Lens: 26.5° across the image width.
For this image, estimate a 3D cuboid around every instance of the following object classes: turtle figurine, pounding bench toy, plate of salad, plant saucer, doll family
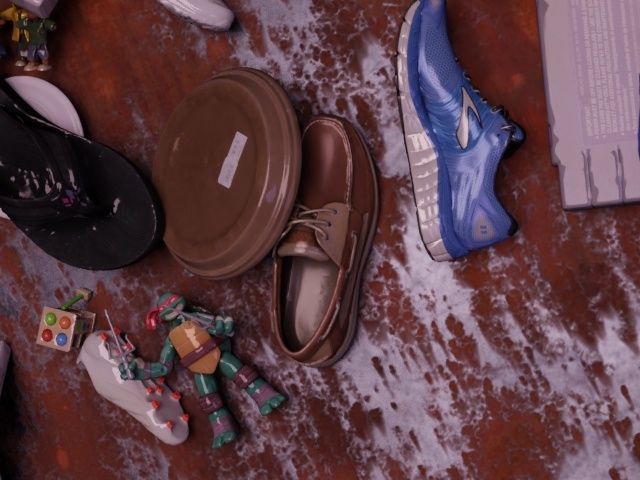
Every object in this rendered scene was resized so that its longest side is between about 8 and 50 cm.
[{"bbox_3d":[-0.158,0.144,1.756,0.175,0.118,0.234,-37,92,29],"label":"turtle figurine"},{"bbox_3d":[-0.343,0.104,1.847,0.052,0.065,0.083,13,92,19],"label":"pounding bench toy"},{"bbox_3d":[-0.412,-0.128,1.889,0.200,0.048,0.199,0,90,19],"label":"plate of salad"},{"bbox_3d":[-0.131,-0.088,1.732,0.278,0.041,0.277,-12,74,44],"label":"plant saucer"},{"bbox_3d":[-0.443,-0.298,1.892,0.193,0.076,0.111,2,108,14],"label":"doll family"}]

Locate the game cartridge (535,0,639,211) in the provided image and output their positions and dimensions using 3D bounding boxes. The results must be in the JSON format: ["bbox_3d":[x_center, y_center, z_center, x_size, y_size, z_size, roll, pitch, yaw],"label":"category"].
[{"bbox_3d":[0.378,-0.221,1.617,0.230,0.068,0.355,-6,86,23],"label":"game cartridge"}]

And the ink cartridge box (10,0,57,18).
[{"bbox_3d":[-0.410,-0.487,1.829,0.261,0.066,0.296,28,81,3],"label":"ink cartridge box"}]

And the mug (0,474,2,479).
[{"bbox_3d":[-0.486,0.349,1.865,0.158,0.097,0.129,-35,70,-22],"label":"mug"}]

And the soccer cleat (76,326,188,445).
[{"bbox_3d":[-0.249,0.203,1.816,0.196,0.068,0.076,48,118,16],"label":"soccer cleat"}]

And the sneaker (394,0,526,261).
[{"bbox_3d":[0.172,-0.145,1.665,0.147,0.130,0.330,-10,88,4],"label":"sneaker"}]

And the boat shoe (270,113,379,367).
[{"bbox_3d":[0.000,0.000,1.705,0.123,0.116,0.324,1,88,19],"label":"boat shoe"}]

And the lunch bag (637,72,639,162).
[{"bbox_3d":[0.502,-0.115,1.366,0.328,0.385,0.239,14,113,0],"label":"lunch bag"}]

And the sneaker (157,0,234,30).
[{"bbox_3d":[-0.191,-0.371,1.804,0.232,0.090,0.115,41,97,15],"label":"sneaker"}]

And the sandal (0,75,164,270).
[{"bbox_3d":[-0.404,-0.103,1.802,0.446,0.107,0.167,35,103,17],"label":"sandal"}]

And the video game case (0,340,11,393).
[{"bbox_3d":[-0.536,0.251,1.858,0.227,0.026,0.206,-22,37,17],"label":"video game case"}]
